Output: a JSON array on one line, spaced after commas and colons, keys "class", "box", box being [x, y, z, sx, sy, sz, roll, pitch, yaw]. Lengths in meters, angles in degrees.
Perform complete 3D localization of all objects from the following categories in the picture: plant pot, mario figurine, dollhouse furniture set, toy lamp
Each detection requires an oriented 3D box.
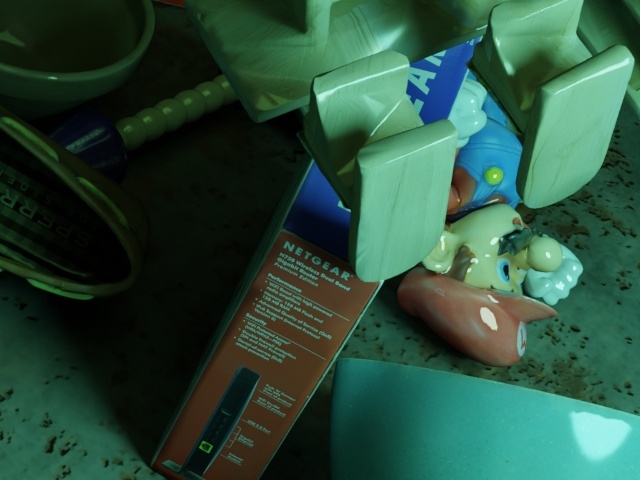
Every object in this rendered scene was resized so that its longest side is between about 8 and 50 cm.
[{"class": "plant pot", "box": [0.132, 0.216, 1.380, 0.290, 0.290, 0.195, 15, 83, -16]}, {"class": "mario figurine", "box": [0.168, -0.046, 1.625, 0.198, 0.170, 0.321, 6, 73, -21]}, {"class": "dollhouse furniture set", "box": [0.104, -0.178, 1.341, 0.394, 0.256, 0.362, -23, 61, -16]}, {"class": "toy lamp", "box": [-0.148, -0.107, 1.622, 0.080, 0.080, 0.274, 44, 45, 13]}, {"class": "plant pot", "box": [-0.272, -0.181, 1.590, 0.237, 0.110, 0.237, 16, 39, -14]}]

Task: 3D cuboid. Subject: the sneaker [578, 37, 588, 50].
[{"class": "sneaker", "box": [0.241, -0.229, 1.939, 0.130, 0.087, 0.227, 34, 47, 1]}]

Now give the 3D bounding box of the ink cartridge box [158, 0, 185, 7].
[{"class": "ink cartridge box", "box": [-0.146, -0.309, 1.829, 0.145, 0.045, 0.179, 12, 45, -19]}]

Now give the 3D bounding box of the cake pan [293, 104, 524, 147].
[{"class": "cake pan", "box": [0.091, -0.165, 1.771, 0.293, 0.054, 0.293, 8, 65, -17]}]

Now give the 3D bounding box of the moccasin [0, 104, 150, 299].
[{"class": "moccasin", "box": [-0.310, -0.060, 1.426, 0.380, 0.139, 0.147, 35, 3, -11]}]

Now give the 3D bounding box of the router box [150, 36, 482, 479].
[{"class": "router box", "box": [0.000, 0.000, 1.447, 0.082, 0.301, 0.335, 28, 44, -3]}]
